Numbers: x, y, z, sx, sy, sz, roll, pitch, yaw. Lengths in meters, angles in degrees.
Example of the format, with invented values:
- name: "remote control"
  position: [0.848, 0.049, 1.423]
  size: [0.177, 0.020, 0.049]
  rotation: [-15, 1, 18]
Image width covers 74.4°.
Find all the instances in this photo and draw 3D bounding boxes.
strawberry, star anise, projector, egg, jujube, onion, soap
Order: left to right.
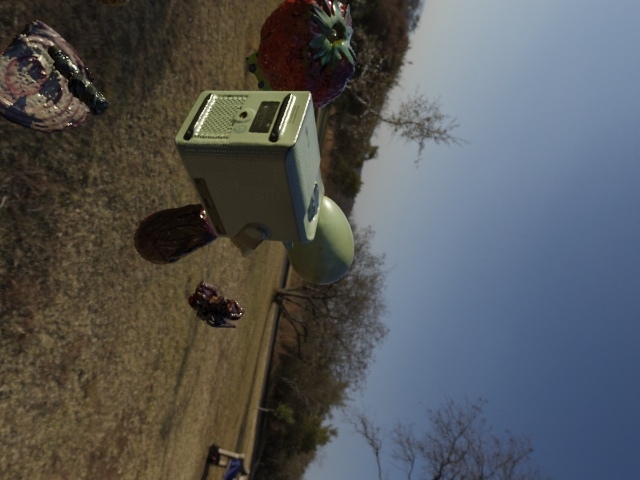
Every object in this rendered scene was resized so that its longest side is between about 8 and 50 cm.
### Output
- name: "onion"
  position: [-0.867, -0.465, 1.288]
  size: [0.314, 0.146, 0.280]
  rotation: [-63, 141, -27]
- name: "jujube"
  position: [-0.534, -0.033, 1.597]
  size: [0.216, 0.342, 0.216]
  rotation: [47, 33, -44]
- name: "star anise"
  position: [-0.402, 0.257, 1.614]
  size: [0.190, 0.220, 0.126]
  rotation: [-58, -170, 35]
- name: "soap"
  position: [-0.203, -0.011, 1.023]
  size: [0.037, 0.092, 0.252]
  rotation: [-40, -171, -8]
- name: "projector"
  position: [-0.094, -0.105, 0.673]
  size: [0.242, 0.177, 0.163]
  rotation: [83, 16, -50]
- name: "strawberry"
  position: [-0.053, -0.479, 1.089]
  size: [0.288, 0.238, 0.250]
  rotation: [1, -101, 47]
- name: "egg"
  position: [0.000, 0.000, 1.363]
  size: [0.218, 0.218, 0.296]
  rotation: [-76, 166, -69]

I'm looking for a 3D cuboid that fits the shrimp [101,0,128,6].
- name: "shrimp"
  position: [-0.566, -0.628, 1.017]
  size: [0.145, 0.267, 0.061]
  rotation: [8, 115, -51]

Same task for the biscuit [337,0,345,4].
- name: "biscuit"
  position: [0.036, -0.957, 1.434]
  size: [0.312, 0.057, 0.351]
  rotation: [25, -72, 44]

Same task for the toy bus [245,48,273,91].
- name: "toy bus"
  position: [-0.198, -0.626, 1.580]
  size: [0.101, 0.175, 0.088]
  rotation: [-32, 167, 19]

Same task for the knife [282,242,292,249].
- name: "knife"
  position: [-0.159, -0.124, 1.269]
  size: [0.080, 0.331, 0.044]
  rotation: [-37, 169, 8]

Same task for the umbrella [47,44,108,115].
- name: "umbrella"
  position: [-0.710, -0.465, 1.218]
  size: [0.071, 0.224, 0.080]
  rotation: [-39, -178, -30]
